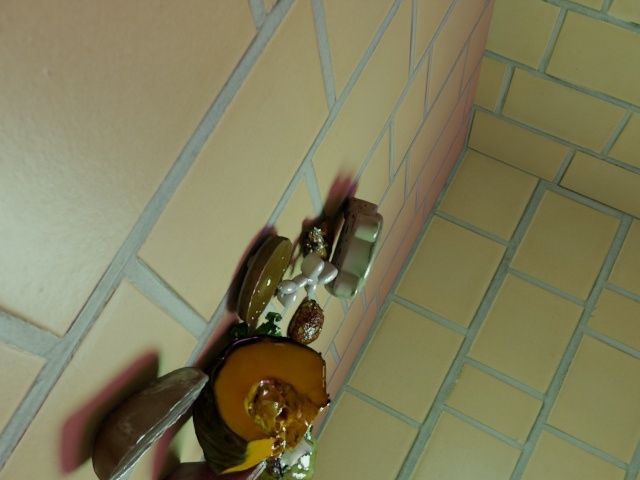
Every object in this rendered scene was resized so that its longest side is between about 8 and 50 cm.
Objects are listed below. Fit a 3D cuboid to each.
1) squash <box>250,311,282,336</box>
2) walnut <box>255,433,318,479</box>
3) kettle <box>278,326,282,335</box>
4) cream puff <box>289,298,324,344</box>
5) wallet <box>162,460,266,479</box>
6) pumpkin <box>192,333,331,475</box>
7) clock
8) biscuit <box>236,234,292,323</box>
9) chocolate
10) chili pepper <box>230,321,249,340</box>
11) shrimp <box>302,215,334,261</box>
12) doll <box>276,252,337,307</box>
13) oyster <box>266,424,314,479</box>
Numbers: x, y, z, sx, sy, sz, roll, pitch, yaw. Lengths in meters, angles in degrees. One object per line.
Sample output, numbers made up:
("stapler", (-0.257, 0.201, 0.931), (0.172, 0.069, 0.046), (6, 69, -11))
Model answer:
("squash", (-0.169, 0.348, 1.805), (0.379, 0.101, 0.101), (-69, 166, 16))
("walnut", (-0.145, 0.590, 1.983), (0.227, 0.283, 0.283), (-66, 167, 1))
("kettle", (-0.136, 0.330, 1.947), (0.098, 0.127, 0.148), (-35, -174, 31))
("cream puff", (-0.035, 0.253, 2.174), (0.149, 0.084, 0.149), (-60, 168, -22))
("wallet", (-0.248, 0.532, 1.617), (0.119, 0.232, 0.025), (-34, 112, -65))
("pumpkin", (-0.142, 0.357, 1.592), (0.303, 0.256, 0.225), (-10, 141, -36))
("clock", (0.092, 0.026, 2.019), (0.309, 0.114, 0.284), (-87, -163, -84))
("biscuit", (-0.130, 0.081, 1.574), (0.208, 0.049, 0.181), (-64, 167, -6))
("chocolate", (-0.304, 0.302, 1.247), (0.157, 0.080, 0.254), (-55, 172, 32))
("chili pepper", (-0.186, 0.211, 1.642), (0.055, 0.035, 0.118), (-45, 170, -21))
("shrimp", (-0.001, 0.000, 1.914), (0.294, 0.062, 0.154), (60, 45, -79))
("doll", (-0.045, 0.105, 1.835), (0.160, 0.059, 0.161), (-47, 154, 7))
("oyster", (-0.085, 0.479, 1.845), (0.198, 0.092, 0.260), (16, 64, -52))
